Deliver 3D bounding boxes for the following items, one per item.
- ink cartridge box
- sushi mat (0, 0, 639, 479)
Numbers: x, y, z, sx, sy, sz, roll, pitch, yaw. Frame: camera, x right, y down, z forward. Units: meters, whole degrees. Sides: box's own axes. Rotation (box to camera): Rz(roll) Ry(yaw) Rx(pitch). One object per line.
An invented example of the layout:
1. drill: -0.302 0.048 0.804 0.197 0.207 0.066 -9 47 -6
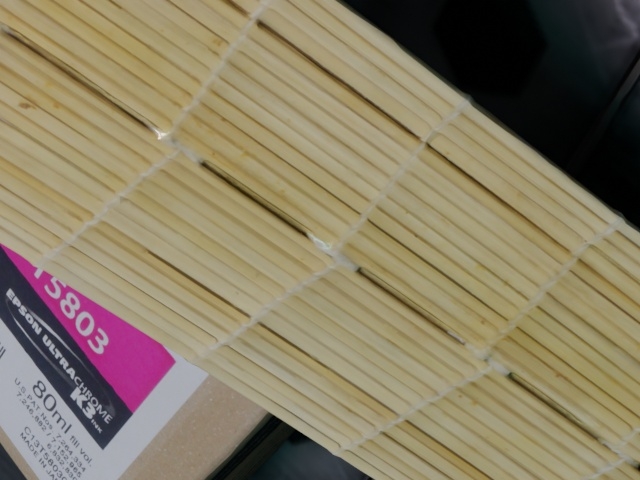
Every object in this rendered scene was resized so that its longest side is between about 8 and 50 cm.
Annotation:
1. ink cartridge box: -0.097 0.001 0.635 0.234 0.088 0.193 50 133 12
2. sushi mat: 0.000 0.000 0.475 0.316 0.019 0.151 35 123 -20
